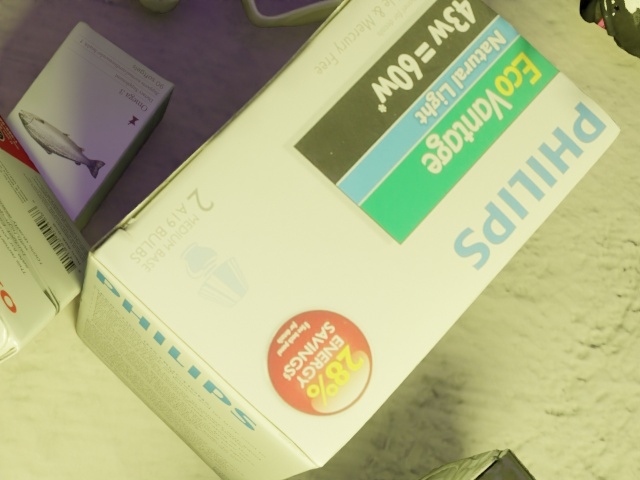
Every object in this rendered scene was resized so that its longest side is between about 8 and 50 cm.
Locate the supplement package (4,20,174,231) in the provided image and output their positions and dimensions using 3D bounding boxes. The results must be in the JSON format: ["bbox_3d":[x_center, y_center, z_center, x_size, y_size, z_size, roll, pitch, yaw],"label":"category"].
[{"bbox_3d":[-0.226,-0.085,1.318,0.105,0.105,0.179,34,74,-4],"label":"supplement package"}]

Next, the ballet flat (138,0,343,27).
[{"bbox_3d":[-0.073,-0.293,1.381,0.482,0.164,0.182,3,92,-13],"label":"ballet flat"}]

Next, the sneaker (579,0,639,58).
[{"bbox_3d":[0.369,-0.238,1.458,0.202,0.185,0.483,-29,91,20],"label":"sneaker"}]

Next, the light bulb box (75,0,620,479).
[{"bbox_3d":[0.000,0.000,1.209,0.225,0.361,0.358,43,73,1],"label":"light bulb box"}]

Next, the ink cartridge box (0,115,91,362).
[{"bbox_3d":[-0.288,-0.004,1.110,0.114,0.273,0.197,-33,97,8],"label":"ink cartridge box"}]

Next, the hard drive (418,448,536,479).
[{"bbox_3d":[0.017,0.305,1.208,0.339,0.237,0.064,-40,87,-16],"label":"hard drive"}]
